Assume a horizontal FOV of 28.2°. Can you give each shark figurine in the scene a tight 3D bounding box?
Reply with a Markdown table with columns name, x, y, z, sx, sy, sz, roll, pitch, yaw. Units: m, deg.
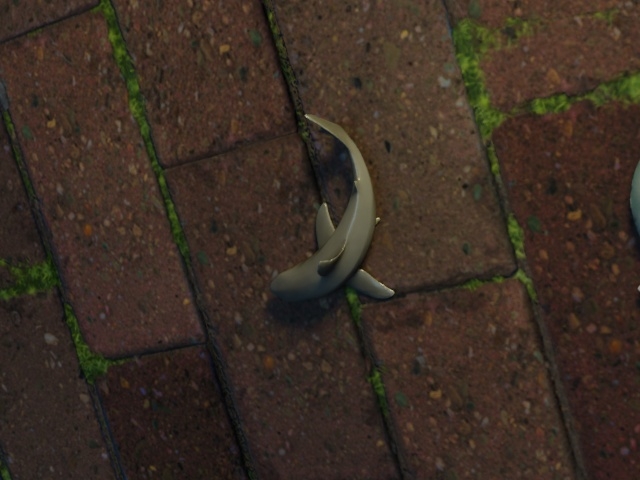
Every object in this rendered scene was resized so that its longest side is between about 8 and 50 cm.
| name | x | y | z | sx | sy | sz | roll | pitch | yaw |
| --- | --- | --- | --- | --- | --- | --- | --- | --- | --- |
| shark figurine | 0.020 | -0.014 | 1.620 | 0.166 | 0.116 | 0.278 | 25 | 117 | 21 |

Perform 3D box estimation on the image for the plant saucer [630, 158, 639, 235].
| name | x | y | z | sx | sy | sz | roll | pitch | yaw |
| --- | --- | --- | --- | --- | --- | --- | --- | --- | --- |
| plant saucer | 0.434 | -0.043 | 1.397 | 0.194 | 0.037 | 0.195 | 5 | 101 | 25 |

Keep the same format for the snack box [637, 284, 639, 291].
| name | x | y | z | sx | sy | sz | roll | pitch | yaw |
| --- | --- | --- | --- | --- | --- | --- | --- | --- | --- |
| snack box | 0.447 | 0.097 | 1.450 | 0.178 | 0.022 | 0.064 | 47 | 120 | 11 |
